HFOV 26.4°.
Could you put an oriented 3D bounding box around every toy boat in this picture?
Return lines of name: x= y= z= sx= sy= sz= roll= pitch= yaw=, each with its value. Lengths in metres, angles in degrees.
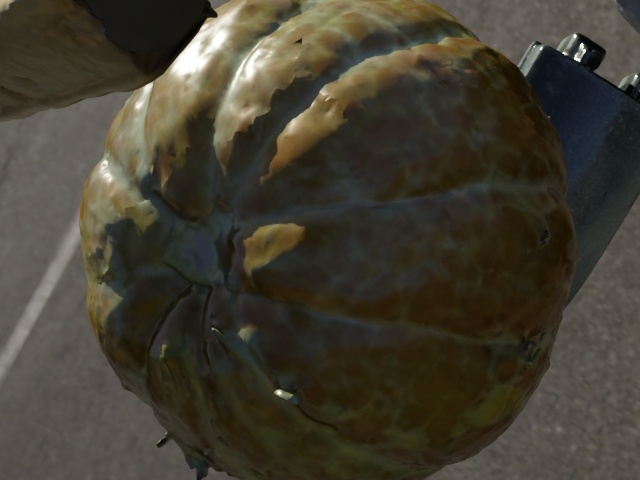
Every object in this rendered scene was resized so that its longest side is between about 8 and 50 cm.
toy boat: x=0.165 y=-0.013 z=1.132 sx=0.319 sy=0.141 sz=0.092 roll=-59 pitch=5 yaw=0

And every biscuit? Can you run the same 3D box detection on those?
biscuit: x=-0.105 y=-0.079 z=0.520 sx=0.052 sy=0.056 sz=0.188 roll=-56 pitch=26 yaw=-18

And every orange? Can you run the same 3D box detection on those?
orange: x=0.000 y=0.000 z=0.859 sx=0.329 sy=0.249 sz=0.329 roll=6 pitch=100 yaw=35

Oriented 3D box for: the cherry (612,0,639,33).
cherry: x=0.375 y=-0.296 z=1.107 sx=0.326 sy=0.291 sz=0.335 roll=-53 pitch=24 yaw=-6
